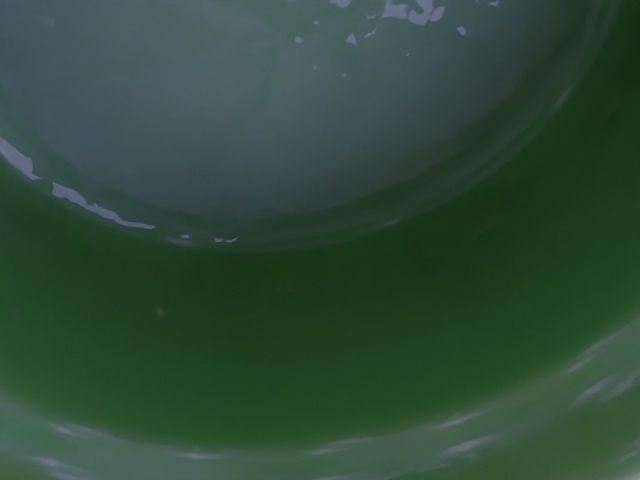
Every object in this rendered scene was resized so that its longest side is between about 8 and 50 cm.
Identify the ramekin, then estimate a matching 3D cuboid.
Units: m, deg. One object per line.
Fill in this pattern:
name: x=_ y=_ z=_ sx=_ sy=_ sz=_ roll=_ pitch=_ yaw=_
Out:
ramekin: x=-0.002 y=-0.033 z=0.305 sx=0.303 sy=0.148 sz=0.303 roll=-7 pitch=139 yaw=-6
